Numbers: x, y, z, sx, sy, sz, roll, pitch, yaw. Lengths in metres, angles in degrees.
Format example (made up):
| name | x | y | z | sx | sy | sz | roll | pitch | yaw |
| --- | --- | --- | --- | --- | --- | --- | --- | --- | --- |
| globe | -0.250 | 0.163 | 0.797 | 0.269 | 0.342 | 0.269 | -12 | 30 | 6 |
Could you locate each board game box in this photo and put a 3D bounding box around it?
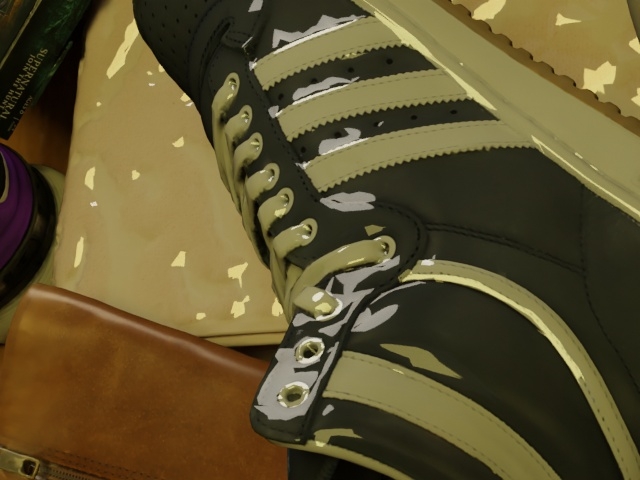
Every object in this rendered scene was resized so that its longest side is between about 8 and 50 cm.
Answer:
| name | x | y | z | sx | sy | sz | roll | pitch | yaw |
| --- | --- | --- | --- | --- | --- | --- | --- | --- | --- |
| board game box | -0.153 | -0.142 | 0.709 | 0.126 | 0.026 | 0.186 | -56 | 41 | 12 |

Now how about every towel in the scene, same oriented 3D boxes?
| name | x | y | z | sx | sy | sz | roll | pitch | yaw |
| --- | --- | --- | --- | --- | --- | --- | --- | --- | --- |
| towel | 0.038 | -0.115 | 0.613 | 0.317 | 0.053 | 0.331 | -5 | 70 | 27 |

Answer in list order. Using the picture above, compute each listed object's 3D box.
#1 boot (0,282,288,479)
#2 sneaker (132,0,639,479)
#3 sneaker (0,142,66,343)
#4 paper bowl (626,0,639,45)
| name | x | y | z | sx | sy | sz | roll | pitch | yaw |
| --- | --- | --- | --- | --- | --- | --- | --- | --- | --- |
| boot | -0.028 | 0.154 | 0.492 | 0.280 | 0.096 | 0.264 | 9 | 75 | 21 |
| sneaker | 0.000 | 0.000 | 0.477 | 0.282 | 0.099 | 0.153 | 35 | 66 | 30 |
| sneaker | -0.258 | 0.024 | 0.672 | 0.293 | 0.146 | 0.102 | -29 | 60 | 17 |
| paper bowl | 0.154 | -0.133 | 0.388 | 0.148 | 0.284 | 0.284 | -3 | 70 | 19 |
